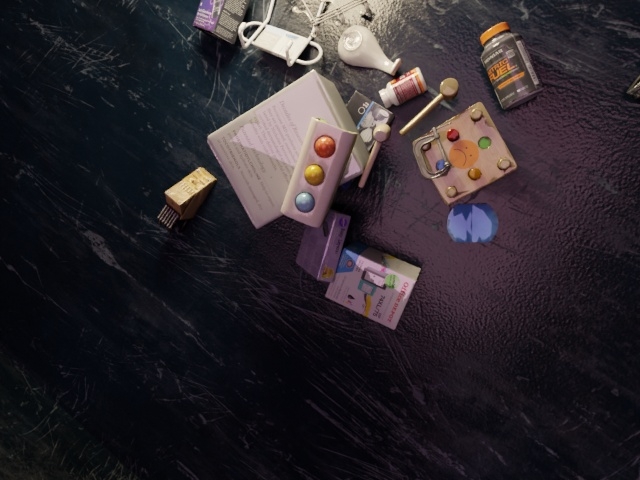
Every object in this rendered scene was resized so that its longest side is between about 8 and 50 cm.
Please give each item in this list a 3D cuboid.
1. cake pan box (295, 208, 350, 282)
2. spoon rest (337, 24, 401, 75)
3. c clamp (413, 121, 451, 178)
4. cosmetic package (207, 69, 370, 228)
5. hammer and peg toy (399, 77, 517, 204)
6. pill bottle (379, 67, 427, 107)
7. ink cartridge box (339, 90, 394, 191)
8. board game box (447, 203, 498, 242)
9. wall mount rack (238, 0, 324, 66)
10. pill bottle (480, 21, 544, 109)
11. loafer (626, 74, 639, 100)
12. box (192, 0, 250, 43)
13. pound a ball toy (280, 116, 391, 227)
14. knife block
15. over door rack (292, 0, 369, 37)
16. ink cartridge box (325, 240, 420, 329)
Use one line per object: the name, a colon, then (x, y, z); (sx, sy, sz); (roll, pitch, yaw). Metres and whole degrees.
cake pan box: (0.000, 0.000, 1.503); (0.070, 0.267, 0.246); (14, 95, -24)
spoon rest: (0.174, -0.664, 1.461); (0.276, 0.084, 0.137); (43, 106, 23)
c clamp: (0.374, -0.285, 1.330); (0.137, 0.022, 0.161); (-14, 92, 21)
cosmetic package: (-0.077, -0.292, 1.360); (0.393, 0.329, 0.328); (-26, 97, 17)
hammer and peg toy: (0.447, -0.330, 1.379); (0.265, 0.127, 0.362); (-30, 87, 21)
pill bottle: (0.285, -0.525, 1.427); (0.151, 0.086, 0.086); (-24, 89, 19)
ink cartridge box: (0.112, -0.360, 1.518); (0.165, 0.065, 0.333); (35, 107, 10)
board game box: (0.529, -0.060, 1.436); (0.168, 0.033, 0.133); (0, 92, 13)
wall mount rack: (-0.130, -0.805, 1.514); (0.349, 0.130, 0.304); (26, 71, 12)
pill bottle: (0.595, -0.554, 1.300); (0.130, 0.130, 0.246); (-24, 88, 19)
loafer: (0.991, -0.523, 1.202); (0.078, 0.076, 0.223); (25, 107, 6)
box: (-0.373, -0.882, 1.563); (0.153, 0.108, 0.207); (33, 107, 34)
pound a ball toy: (0.037, -0.190, 1.117); (0.208, 0.136, 0.319); (23, 110, 5)
knife block: (-0.574, -0.154, 1.768); (0.088, 0.242, 0.276); (40, 62, 8)
over door rack: (-0.003, -0.885, 1.398); (0.239, 0.108, 0.324); (-33, 106, -16)
ink cartridge box: (0.195, 0.152, 1.482); (0.270, 0.197, 0.198); (24, 104, 14)
